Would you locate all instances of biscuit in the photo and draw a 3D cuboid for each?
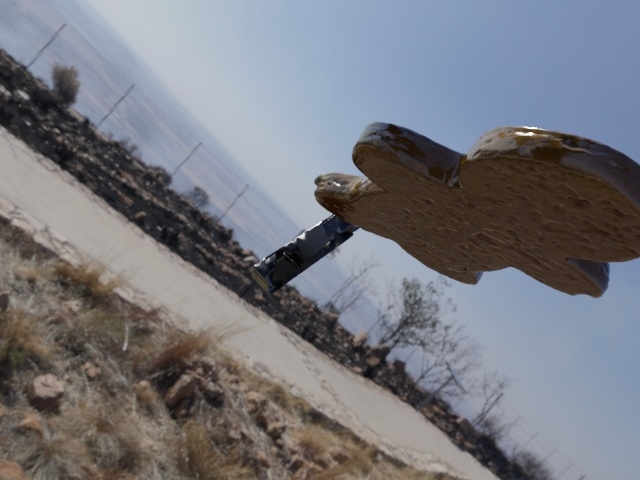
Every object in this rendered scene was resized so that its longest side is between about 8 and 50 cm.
[{"bbox_3d":[0.155,-0.034,0.558,0.283,0.064,0.432,30,-11,-8],"label":"biscuit"}]

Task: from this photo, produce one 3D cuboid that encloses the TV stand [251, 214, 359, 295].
[{"bbox_3d":[0.000,0.000,0.815,0.036,0.249,0.042,43,-38,17],"label":"TV stand"}]
